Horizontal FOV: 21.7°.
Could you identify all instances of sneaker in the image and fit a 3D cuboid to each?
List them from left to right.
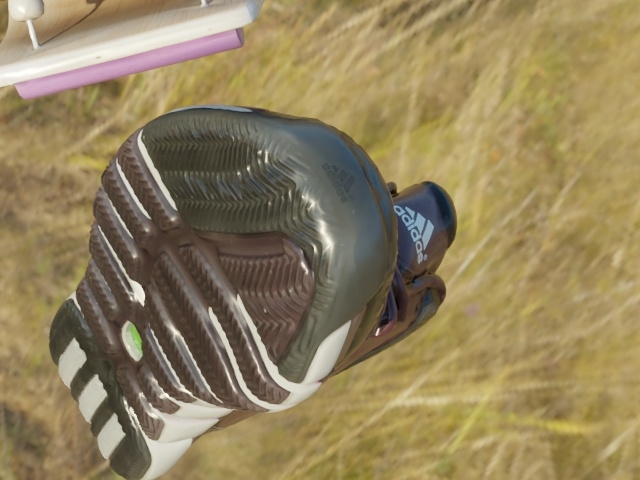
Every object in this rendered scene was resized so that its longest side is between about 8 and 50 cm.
[{"bbox_3d":[0.000,0.000,0.637,0.162,0.281,0.106,-24,84,-26],"label":"sneaker"}]

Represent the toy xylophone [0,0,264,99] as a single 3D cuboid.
[{"bbox_3d":[-0.135,-0.211,0.673,0.236,0.081,0.322,-20,95,9],"label":"toy xylophone"}]
